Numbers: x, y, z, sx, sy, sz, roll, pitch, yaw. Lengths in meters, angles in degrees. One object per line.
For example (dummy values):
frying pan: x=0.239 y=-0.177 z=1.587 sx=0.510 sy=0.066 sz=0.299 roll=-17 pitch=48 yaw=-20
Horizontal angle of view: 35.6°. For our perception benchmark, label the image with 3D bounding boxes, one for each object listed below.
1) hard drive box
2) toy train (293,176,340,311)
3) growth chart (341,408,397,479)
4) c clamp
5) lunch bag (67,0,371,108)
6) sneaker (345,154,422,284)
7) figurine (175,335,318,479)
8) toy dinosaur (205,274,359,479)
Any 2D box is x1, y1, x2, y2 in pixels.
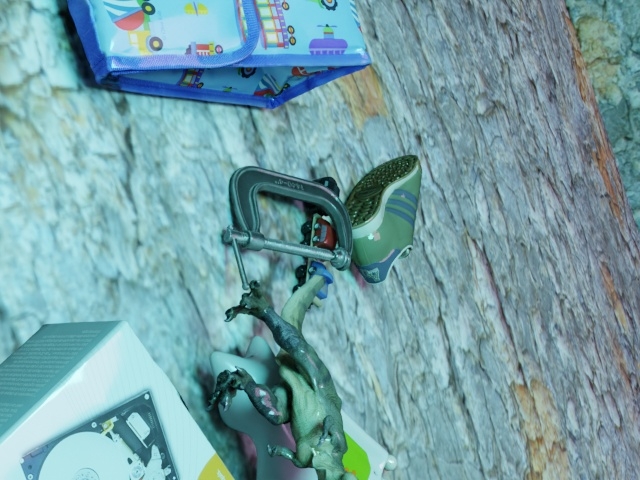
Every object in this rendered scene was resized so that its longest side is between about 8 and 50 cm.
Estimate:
hard drive box: x=-0.151 y=0.182 z=0.512 sx=0.232 sy=0.089 sz=0.181 roll=-48 pitch=118 yaw=-37
toy train: x=0.000 y=0.000 z=0.981 sx=0.027 sy=0.036 sz=0.158 roll=45 pitch=40 yaw=-40
growth chart: x=0.022 y=0.263 z=0.899 sx=0.172 sy=0.021 sz=0.237 roll=41 pitch=41 yaw=-42
c clamp: x=-0.027 y=-0.007 z=0.919 sx=0.161 sy=0.022 sz=0.137 roll=6 pitch=53 yaw=-40
lunch bag: x=-0.119 y=-0.235 z=0.842 sx=0.293 sy=0.138 sz=0.220 roll=-9 pitch=84 yaw=-48
sneaker: x=0.073 y=-0.021 z=1.100 sx=0.192 sy=0.064 sz=0.086 roll=-52 pitch=128 yaw=-56
figurine: x=-0.052 y=0.184 z=0.740 sx=0.209 sy=0.092 sz=0.215 roll=62 pitch=28 yaw=2
toy dinosaur: x=-0.024 y=0.100 z=0.751 sx=0.118 sy=0.064 sz=0.268 roll=35 pitch=27 yaw=-34
